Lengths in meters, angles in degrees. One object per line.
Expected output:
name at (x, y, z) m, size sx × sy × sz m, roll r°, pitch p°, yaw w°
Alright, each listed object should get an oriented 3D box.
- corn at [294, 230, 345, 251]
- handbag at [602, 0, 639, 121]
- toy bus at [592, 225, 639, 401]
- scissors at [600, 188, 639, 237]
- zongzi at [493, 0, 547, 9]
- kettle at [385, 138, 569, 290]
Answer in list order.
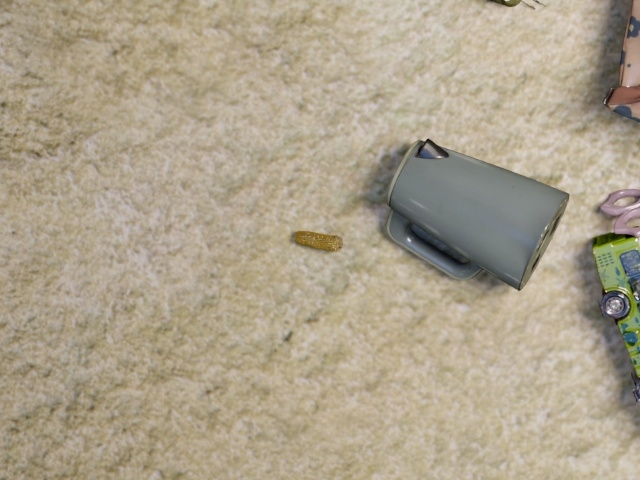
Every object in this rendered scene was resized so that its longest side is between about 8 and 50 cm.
corn at (0.000, 0.000, 1.926) m, size 0.083 × 0.027 × 0.028 m, roll 12°, pitch 89°, yaw 15°
handbag at (0.506, -0.263, 1.639) m, size 0.193 × 0.190 × 0.251 m, roll 12°, pitch 98°, yaw 19°
toy bus at (0.500, 0.126, 1.773) m, size 0.139 × 0.113 × 0.301 m, roll -21°, pitch 95°, yaw 16°
scissors at (0.516, -0.066, 1.742) m, size 0.212 × 0.110 × 0.021 m, roll -21°, pitch 126°, yaw 6°
zongzi at (0.272, -0.408, 1.740) m, size 0.154 × 0.062 × 0.130 m, roll 21°, pitch 96°, yaw 4°
kettle at (0.223, -0.031, 1.810) m, size 0.243 × 0.160 × 0.210 m, roll 27°, pitch 137°, yaw 16°
